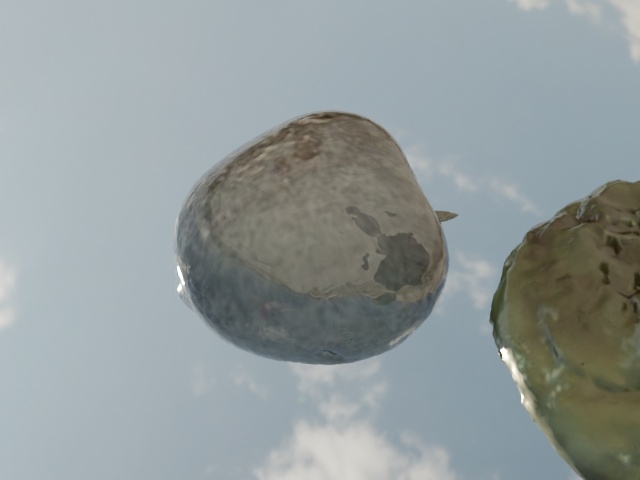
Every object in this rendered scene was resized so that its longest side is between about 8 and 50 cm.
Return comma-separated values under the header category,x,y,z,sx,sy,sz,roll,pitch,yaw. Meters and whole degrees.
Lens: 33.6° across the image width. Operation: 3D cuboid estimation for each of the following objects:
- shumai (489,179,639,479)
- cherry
category,x,y,z,sx,sy,sz,roll,pitch,yaw
shumai,0.353,0.032,0.754,0.397,0.323,0.324,18,-143,-11
cherry,0.000,0.000,1.045,0.296,0.218,0.255,-18,-113,-8
